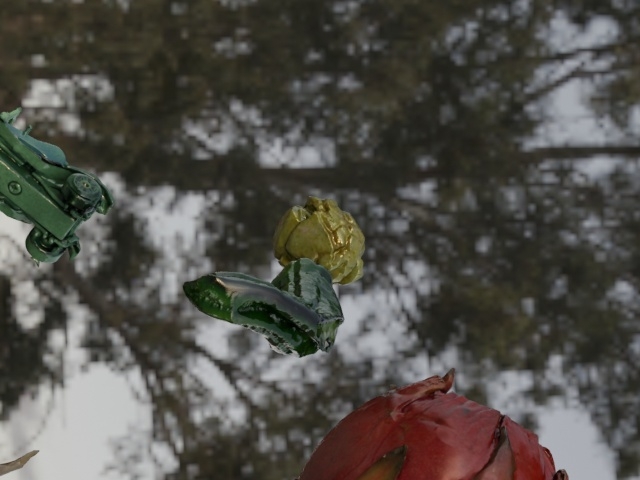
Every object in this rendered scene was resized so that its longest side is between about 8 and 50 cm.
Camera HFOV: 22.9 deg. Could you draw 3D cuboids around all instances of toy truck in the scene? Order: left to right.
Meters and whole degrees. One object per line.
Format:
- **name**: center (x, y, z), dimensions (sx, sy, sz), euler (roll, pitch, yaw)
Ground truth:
- **toy truck**: center (-0.236, -0.057, 1.243), dimensions (0.080, 0.154, 0.078), euler (-50, -175, 29)

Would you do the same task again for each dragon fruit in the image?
- **dragon fruit**: center (0.082, 0.240, 1.254), dimensions (0.252, 0.241, 0.241), euler (-61, -153, 18)

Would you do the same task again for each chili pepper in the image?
- **chili pepper**: center (-0.025, 0.046, 1.032), dimensions (0.073, 0.050, 0.182), euler (51, 11, 13)

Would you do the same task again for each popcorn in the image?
- **popcorn**: center (0.000, 0.000, 1.936), dimensions (0.120, 0.116, 0.106), euler (-172, -93, -72)

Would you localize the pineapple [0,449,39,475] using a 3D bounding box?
- **pineapple**: center (-0.325, 0.129, 1.033), dimensions (0.272, 0.262, 0.262), euler (-118, -150, -46)
